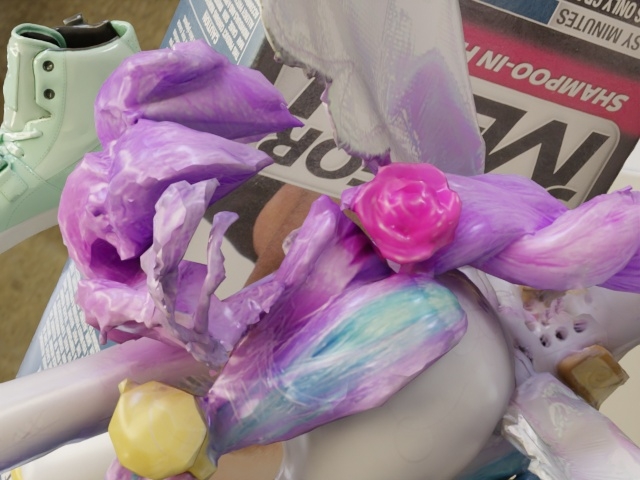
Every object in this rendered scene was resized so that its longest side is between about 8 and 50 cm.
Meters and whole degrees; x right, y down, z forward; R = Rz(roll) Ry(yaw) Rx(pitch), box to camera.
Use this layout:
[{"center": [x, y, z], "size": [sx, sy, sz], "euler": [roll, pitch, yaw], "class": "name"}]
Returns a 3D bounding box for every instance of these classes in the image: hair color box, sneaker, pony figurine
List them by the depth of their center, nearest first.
[{"center": [0.020, 0.031, 0.439], "size": [0.363, 0.351, 0.302], "euler": [-29, -103, 14], "class": "pony figurine"}, {"center": [0.000, 0.000, 0.676], "size": [0.174, 0.105, 0.347], "euler": [15, -63, -26], "class": "hair color box"}, {"center": [-0.236, -0.077, 1.149], "size": [0.256, 0.094, 0.151], "euler": [-22, -59, -13], "class": "sneaker"}]

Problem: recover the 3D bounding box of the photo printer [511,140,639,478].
[{"center": [0.163, 0.040, 1.019], "size": [0.308, 0.107, 0.256], "euler": [11, -63, 6], "class": "photo printer"}]
